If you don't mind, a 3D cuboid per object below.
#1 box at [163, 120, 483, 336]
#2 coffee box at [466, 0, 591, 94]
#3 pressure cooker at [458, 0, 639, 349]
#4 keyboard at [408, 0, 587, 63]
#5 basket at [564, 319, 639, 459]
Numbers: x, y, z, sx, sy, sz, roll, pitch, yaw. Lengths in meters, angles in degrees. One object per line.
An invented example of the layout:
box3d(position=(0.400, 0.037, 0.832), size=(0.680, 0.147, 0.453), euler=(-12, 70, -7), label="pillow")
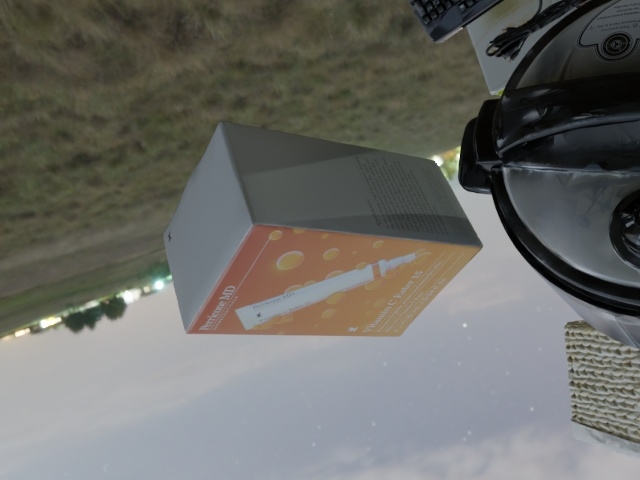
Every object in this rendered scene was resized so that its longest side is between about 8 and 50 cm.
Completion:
box3d(position=(0.000, 0.000, 0.948), size=(0.345, 0.168, 0.215), euler=(5, 137, -33), label="box")
box3d(position=(0.474, -0.458, 1.252), size=(0.338, 0.335, 0.337), euler=(-2, 161, -42), label="coffee box")
box3d(position=(0.389, -0.072, 0.782), size=(0.370, 0.376, 0.420), euler=(-41, 149, 14), label="pressure cooker")
box3d(position=(0.272, -0.367, 0.967), size=(0.317, 0.202, 0.033), euler=(-30, -168, 38), label="keyboard")
box3d(position=(0.722, 0.286, 1.470), size=(0.328, 0.267, 0.331), euler=(-4, 174, -11), label="basket")
